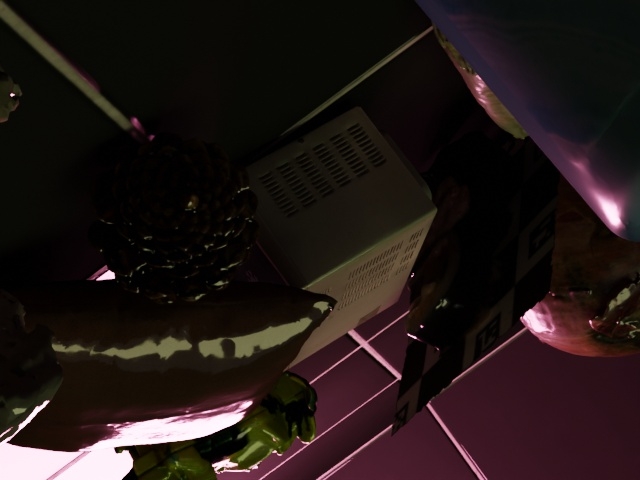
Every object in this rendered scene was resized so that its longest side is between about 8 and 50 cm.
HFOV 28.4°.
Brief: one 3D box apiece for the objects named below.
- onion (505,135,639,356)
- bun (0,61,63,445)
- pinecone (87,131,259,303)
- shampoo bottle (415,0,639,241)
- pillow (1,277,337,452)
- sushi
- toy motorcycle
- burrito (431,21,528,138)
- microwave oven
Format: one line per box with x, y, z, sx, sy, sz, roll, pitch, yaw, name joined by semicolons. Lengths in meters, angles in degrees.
0.346;-0.024;1.573;0.353;0.353;0.353;-33;163;-11;onion
-0.269;0.001;0.617;0.281;0.281;0.205;-37;-153;5;bun
-0.119;-0.014;1.007;0.140;0.140;0.121;-28;162;-24;pinecone
0.186;-0.223;0.671;0.331;0.343;0.331;-33;164;-11;shampoo bottle
-0.171;0.119;1.163;0.305;0.108;0.308;0;156;-18;pillow
0.139;-0.009;1.415;0.296;0.100;0.373;-49;-164;40;sushi
-0.124;0.267;1.757;0.206;0.142;0.342;-48;162;31;toy motorcycle
0.177;-0.195;1.154;0.143;0.105;0.299;-46;162;1;burrito
0.000;0.000;1.261;0.194;0.145;0.240;-34;163;-18;microwave oven
